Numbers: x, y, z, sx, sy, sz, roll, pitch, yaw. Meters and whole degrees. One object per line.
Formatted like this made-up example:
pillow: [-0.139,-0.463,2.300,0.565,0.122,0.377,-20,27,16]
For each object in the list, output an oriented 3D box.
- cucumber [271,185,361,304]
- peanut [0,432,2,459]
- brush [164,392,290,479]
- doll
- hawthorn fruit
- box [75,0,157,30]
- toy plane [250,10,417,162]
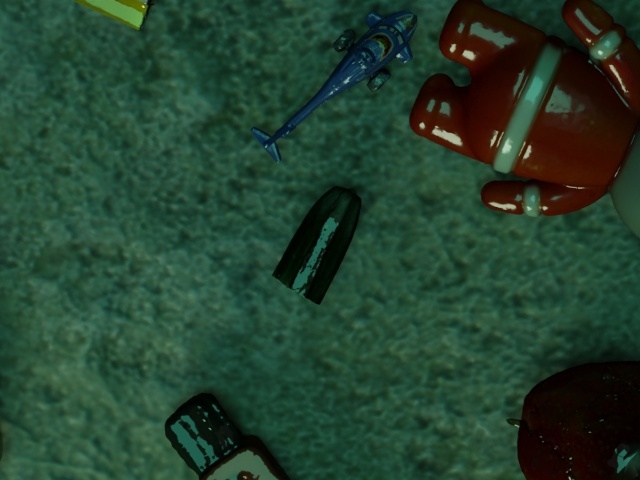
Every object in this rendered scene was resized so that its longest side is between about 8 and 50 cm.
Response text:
cucumber: [0.000,0.000,1.336,0.048,0.048,0.105,27,101,1]
peanut: [-0.387,0.196,1.405,0.228,0.085,0.104,-20,107,9]
brush: [-0.024,0.271,1.394,0.070,0.051,0.323,-35,92,6]
doll: [0.242,-0.077,1.256,0.336,0.105,0.199,23,124,6]
hawthorn fruit: [0.226,0.165,1.305,0.172,0.148,0.148,1,103,35]
box: [-0.155,-0.305,1.300,0.129,0.033,0.247,24,103,1]
toy plane: [0.015,-0.130,1.303,0.167,0.062,0.054,-40,94,23]
